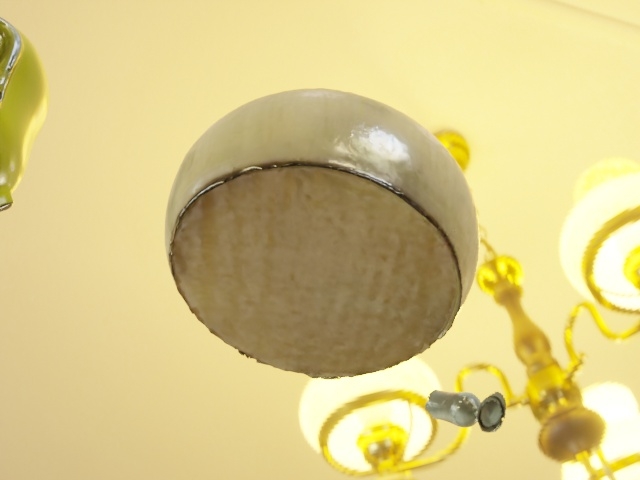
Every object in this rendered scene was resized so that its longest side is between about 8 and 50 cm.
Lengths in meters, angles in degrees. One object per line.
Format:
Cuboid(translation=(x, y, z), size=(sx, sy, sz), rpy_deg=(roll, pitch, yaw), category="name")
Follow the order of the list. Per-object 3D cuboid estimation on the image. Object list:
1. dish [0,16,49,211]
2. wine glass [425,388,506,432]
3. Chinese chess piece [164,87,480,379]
Cuboid(translation=(-0.396, -0.167, 1.277), size=(0.221, 0.262, 0.108), rpy_deg=(14, -37, -21), category="dish")
Cuboid(translation=(0.142, 0.164, 1.167), size=(0.039, 0.083, 0.042), rpy_deg=(25, -103, -33), category="wine glass")
Cuboid(translation=(0.000, 0.000, 0.935), size=(0.250, 0.103, 0.250), rpy_deg=(6, -49, 7), category="Chinese chess piece")
